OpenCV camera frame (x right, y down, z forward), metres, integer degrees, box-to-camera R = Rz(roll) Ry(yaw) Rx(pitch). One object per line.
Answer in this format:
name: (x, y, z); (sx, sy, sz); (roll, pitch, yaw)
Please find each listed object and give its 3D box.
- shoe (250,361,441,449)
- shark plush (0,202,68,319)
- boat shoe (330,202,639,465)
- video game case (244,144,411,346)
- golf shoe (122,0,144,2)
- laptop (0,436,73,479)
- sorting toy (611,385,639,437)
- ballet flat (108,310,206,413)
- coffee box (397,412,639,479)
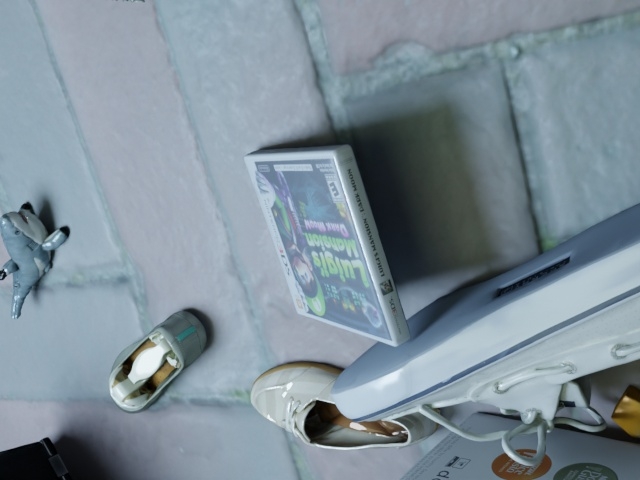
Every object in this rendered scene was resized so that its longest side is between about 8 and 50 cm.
shoe: (0.013, 0.174, 0.869); (0.219, 0.058, 0.077); (1, 112, 31)
shark plush: (-0.370, 0.024, 1.025); (0.073, 0.067, 0.161); (39, 126, 10)
boat shoe: (0.182, 0.105, 0.704); (0.367, 0.136, 0.156); (-31, 96, 27)
video game case: (0.000, 0.000, 0.764); (0.190, 0.022, 0.173); (8, 120, 62)
golf shoe: (-0.161, -0.276, 0.779); (0.176, 0.069, 0.086); (-10, 86, 31)
laptop: (-0.369, 0.478, 1.065); (0.382, 0.236, 0.408); (57, 134, 12)
sorting toy: (0.367, 0.263, 0.708); (0.307, 0.041, 0.229); (28, 123, 17)
ballet flat: (-0.210, 0.153, 0.987); (0.072, 0.068, 0.213); (49, 127, 3)
coffee box: (0.198, 0.381, 0.646); (0.334, 0.337, 0.338); (3, 113, 43)
